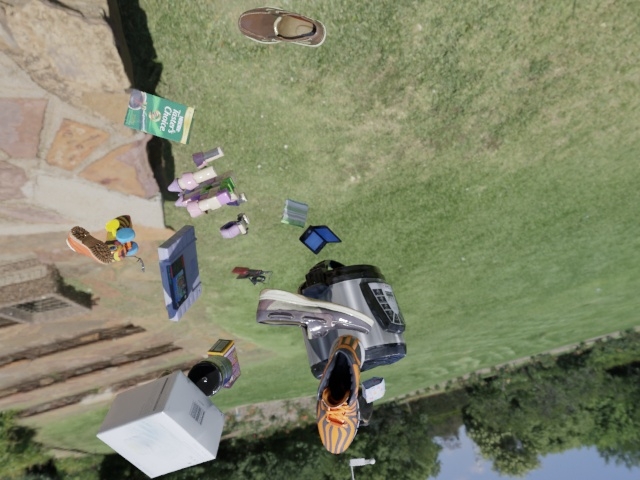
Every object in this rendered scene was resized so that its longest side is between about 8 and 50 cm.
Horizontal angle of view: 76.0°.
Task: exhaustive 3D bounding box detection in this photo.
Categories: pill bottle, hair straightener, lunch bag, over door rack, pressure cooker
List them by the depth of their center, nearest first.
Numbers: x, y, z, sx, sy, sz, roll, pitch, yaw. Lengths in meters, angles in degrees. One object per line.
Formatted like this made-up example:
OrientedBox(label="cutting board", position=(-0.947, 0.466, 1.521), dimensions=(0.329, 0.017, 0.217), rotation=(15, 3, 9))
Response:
OrientedBox(label="pill bottle", position=(-0.385, 0.476, 1.466), dimensions=(0.122, 0.123, 0.219), rotation=(-14, 172, 0))
OrientedBox(label="lunch bag", position=(0.196, 0.544, 1.507), dimensions=(0.083, 0.053, 0.071), rotation=(-16, 117, -15))
OrientedBox(label="over door rack", position=(0.169, 0.939, 1.510), dimensions=(0.108, 0.240, 0.324), rotation=(-7, 151, 0))
OrientedBox(label="pressure cooker", position=(0.095, 0.272, 1.532), dimensions=(0.375, 0.421, 0.370), rotation=(-8, 154, -14))
OrientedBox(label="hair straightener", position=(-0.290, 0.155, 1.803), dimensions=(0.230, 0.047, 0.089), rotation=(-5, 127, 36))

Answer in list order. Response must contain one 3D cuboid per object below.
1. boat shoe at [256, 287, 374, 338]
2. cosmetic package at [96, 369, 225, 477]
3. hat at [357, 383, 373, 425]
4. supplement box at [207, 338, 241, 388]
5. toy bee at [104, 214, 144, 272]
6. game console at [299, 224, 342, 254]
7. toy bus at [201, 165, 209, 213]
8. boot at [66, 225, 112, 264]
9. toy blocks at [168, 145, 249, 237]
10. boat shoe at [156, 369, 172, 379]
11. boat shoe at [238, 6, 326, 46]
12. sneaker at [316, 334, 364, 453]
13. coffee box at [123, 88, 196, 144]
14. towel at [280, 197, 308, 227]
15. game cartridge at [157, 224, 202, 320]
OrientedBox(label="boat shoe", position=(-0.016, 0.191, 0.984), dimensions=(0.284, 0.093, 0.103), rotation=(15, 158, -4))
OrientedBox(label="cosmetic package", position=(-0.426, 0.507, 1.123), dimensions=(0.224, 0.138, 0.224), rotation=(-23, 118, 16))
OrientedBox(label="hat", position=(0.164, 0.748, 1.822), dimensions=(0.133, 0.332, 0.331), rotation=(15, 158, 9))
OrientedBox(label="supplement box", position=(-0.429, 0.550, 1.834), dimensions=(0.080, 0.188, 0.104), rotation=(0, -160, 20))
OrientedBox(label="toy bee", position=(-0.804, 0.011, 1.606), dimensions=(0.162, 0.298, 0.196), rotation=(-13, 117, -25))
OrientedBox(label="game console", position=(0.000, 0.000, 1.793), dimensions=(0.124, 0.085, 0.144), rotation=(-49, 132, -3))
OrientedBox(label="toy bus", position=(-0.495, -0.236, 1.902), dimensions=(0.104, 0.202, 0.191), rotation=(-2, 135, -7))
OrientedBox(label="boot", position=(-0.762, 0.028, 1.351), dimensions=(0.084, 0.059, 0.158), rotation=(-32, 110, 35))
OrientedBox(label="toy blocks", position=(-0.465, -0.166, 1.641), dimensions=(0.259, 0.289, 0.309), rotation=(-21, 120, 6))
OrientedBox(label="boat shoe", position=(-0.552, 0.506, 1.372), dimensions=(0.056, 0.152, 0.049), rotation=(30, 180, -5))
OrientedBox(label="boat shoe", position=(-0.114, -0.597, 1.133), dimensions=(0.257, 0.095, 0.095), rotation=(9, -161, 9))
OrientedBox(label="sneaker", position=(0.035, 0.411, 1.036), dimensions=(0.124, 0.322, 0.180), rotation=(5, -175, 12))
OrientedBox(label="coffee box", position=(-0.470, -0.363, 1.209), dimensions=(0.184, 0.113, 0.040), rotation=(17, -175, -9))
OrientedBox(label="towel", position=(-0.116, -0.127, 1.874), dimensions=(0.113, 0.152, 0.023), rotation=(14, 135, -7))
OrientedBox(label="game cartridge", position=(-0.591, 0.140, 1.748), dimensions=(0.068, 0.230, 0.356), rotation=(6, 118, 6))
